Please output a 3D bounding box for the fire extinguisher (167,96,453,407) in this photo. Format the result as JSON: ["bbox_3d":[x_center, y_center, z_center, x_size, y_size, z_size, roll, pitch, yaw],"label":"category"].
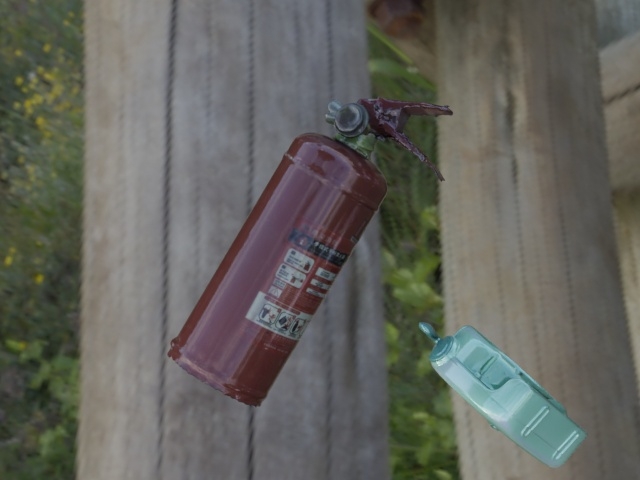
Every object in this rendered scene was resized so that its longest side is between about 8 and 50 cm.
[{"bbox_3d":[0.000,0.000,1.315,0.147,0.106,0.337,32,93,20],"label":"fire extinguisher"}]

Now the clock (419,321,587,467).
[{"bbox_3d":[0.178,0.146,1.441,0.060,0.148,0.188,-50,46,3],"label":"clock"}]
